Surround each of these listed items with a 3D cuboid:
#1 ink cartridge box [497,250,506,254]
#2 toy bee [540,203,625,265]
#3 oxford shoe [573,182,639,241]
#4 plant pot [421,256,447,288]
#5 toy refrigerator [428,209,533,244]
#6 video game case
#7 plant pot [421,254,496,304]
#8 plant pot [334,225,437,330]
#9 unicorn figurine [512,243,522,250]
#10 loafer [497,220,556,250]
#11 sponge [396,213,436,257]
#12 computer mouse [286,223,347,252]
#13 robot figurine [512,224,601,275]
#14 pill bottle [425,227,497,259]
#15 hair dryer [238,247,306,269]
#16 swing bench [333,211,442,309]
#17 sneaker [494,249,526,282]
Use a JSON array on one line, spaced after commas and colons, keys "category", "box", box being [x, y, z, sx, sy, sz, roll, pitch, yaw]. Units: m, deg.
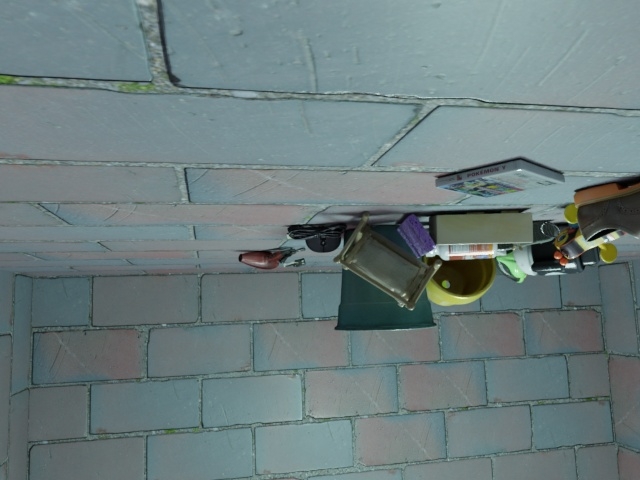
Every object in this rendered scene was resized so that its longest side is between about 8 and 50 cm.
[{"category": "ink cartridge box", "box": [0.597, 0.020, 2.048, 0.191, 0.082, 0.140, -4, 172, 33]}, {"category": "toy bee", "box": [0.726, 0.000, 1.478, 0.195, 0.162, 0.298, 33, 152, 9]}, {"category": "oxford shoe", "box": [0.735, -0.071, 1.152, 0.130, 0.132, 0.364, 3, 171, -32]}, {"category": "plant pot", "box": [0.357, 0.109, 2.188, 0.227, 0.207, 0.228, 3, 172, -29]}, {"category": "toy refrigerator", "box": [0.456, -0.036, 1.538, 0.270, 0.094, 0.102, -1, 179, -1]}, {"category": "video game case", "box": [0.367, -0.122, 1.094, 0.201, 0.023, 0.184, 4, 171, -45]}, {"category": "plant pot", "box": [0.476, 0.125, 1.943, 0.254, 0.253, 0.239, -2, 156, -2]}, {"category": "plant pot", "box": [0.212, 0.131, 1.814, 0.342, 0.333, 0.341, -1, 172, 0]}, {"category": "unicorn figurine", "box": [0.604, -0.029, 1.650, 0.060, 0.111, 0.162, 12, 154, -21]}, {"category": "loafer", "box": [0.640, -0.009, 1.776, 0.251, 0.094, 0.087, -3, 169, 8]}, {"category": "sponge", "box": [0.284, -0.010, 1.597, 0.031, 0.117, 0.210, -34, 174, -3]}, {"category": "computer mouse", "box": [0.000, 0.000, 1.760, 0.189, 0.072, 0.272, -4, 173, 5]}, {"category": "robot figurine", "box": [0.821, 0.037, 1.876, 0.278, 0.173, 0.209, -7, 163, 34]}, {"category": "pill bottle", "box": [0.440, 0.001, 1.693, 0.216, 0.121, 0.121, -3, 173, 13]}, {"category": "hair dryer", "box": [-0.207, 0.062, 2.312, 0.294, 0.080, 0.223, -7, 157, -1]}, {"category": "swing bench", "box": [0.193, 0.069, 1.547, 0.253, 0.165, 0.254, 33, 177, 10]}, {"category": "sneaker", "box": [0.832, 0.079, 2.399, 0.202, 0.185, 0.483, 14, 176, 22]}]
